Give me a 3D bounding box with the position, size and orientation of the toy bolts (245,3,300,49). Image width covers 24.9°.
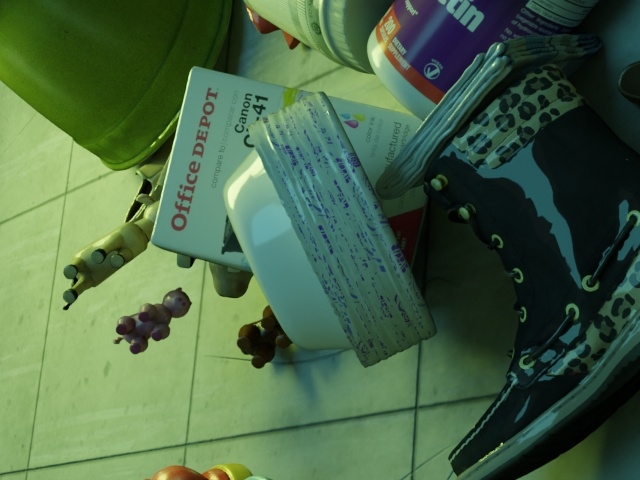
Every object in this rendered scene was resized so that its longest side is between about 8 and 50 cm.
[{"bbox_3d":[-0.052,-0.410,2.039,0.158,0.218,0.229,-34,67,23],"label":"toy bolts"}]

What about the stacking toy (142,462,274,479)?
[{"bbox_3d":[-0.129,0.418,1.825,0.309,0.130,0.280,-3,73,54],"label":"stacking toy"}]

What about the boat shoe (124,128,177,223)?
[{"bbox_3d":[-0.255,-0.100,2.274,0.068,0.072,0.190,21,93,56],"label":"boat shoe"}]

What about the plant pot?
[{"bbox_3d":[-0.389,-0.349,2.267,0.366,0.353,0.366,-38,37,36],"label":"plant pot"}]

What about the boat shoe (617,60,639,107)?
[{"bbox_3d":[0.362,-0.164,1.451,0.178,0.060,0.064,11,85,56],"label":"boat shoe"}]

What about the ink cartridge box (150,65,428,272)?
[{"bbox_3d":[-0.025,-0.062,1.729,0.131,0.306,0.226,59,-136,-86],"label":"ink cartridge box"}]

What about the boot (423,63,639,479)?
[{"bbox_3d":[0.205,0.040,1.427,0.377,0.138,0.284,-50,66,24],"label":"boot"}]

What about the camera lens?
[{"bbox_3d":[0.033,-0.344,1.830,0.274,0.219,0.219,38,108,46],"label":"camera lens"}]

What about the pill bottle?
[{"bbox_3d":[0.206,-0.282,1.613,0.323,0.181,0.181,-52,39,27],"label":"pill bottle"}]

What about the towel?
[{"bbox_3d":[0.183,-0.135,1.532,0.034,0.285,0.209,47,119,14],"label":"towel"}]

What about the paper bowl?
[{"bbox_3d":[0.000,0.000,1.515,0.148,0.284,0.284,-25,46,1],"label":"paper bowl"}]

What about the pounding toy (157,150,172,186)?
[{"bbox_3d":[-0.129,-0.112,2.043,0.154,0.154,0.269,-64,3,-6],"label":"pounding toy"}]

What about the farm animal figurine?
[{"bbox_3d":[-0.152,0.002,1.928,0.172,0.330,0.327,-57,-11,-69],"label":"farm animal figurine"}]
